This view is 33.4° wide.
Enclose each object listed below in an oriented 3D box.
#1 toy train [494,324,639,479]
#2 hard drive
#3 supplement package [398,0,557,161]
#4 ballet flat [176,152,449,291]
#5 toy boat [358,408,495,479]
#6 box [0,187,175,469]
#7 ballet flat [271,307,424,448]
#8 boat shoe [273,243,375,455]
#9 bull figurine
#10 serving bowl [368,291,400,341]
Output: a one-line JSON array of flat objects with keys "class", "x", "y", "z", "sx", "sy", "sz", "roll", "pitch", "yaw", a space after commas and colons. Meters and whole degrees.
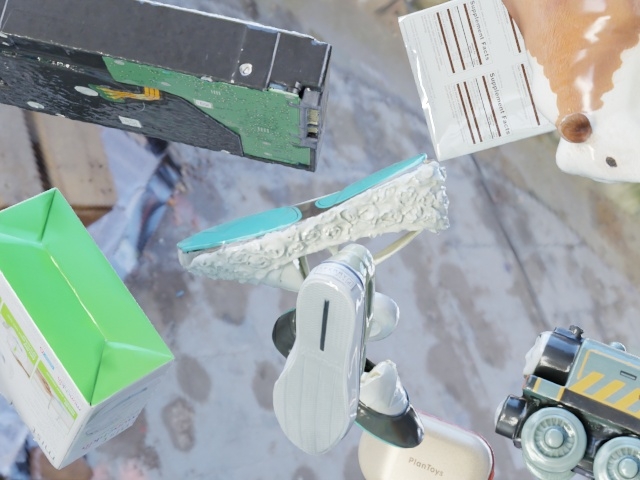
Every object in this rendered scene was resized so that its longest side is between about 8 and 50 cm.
[{"class": "toy train", "x": 0.383, "y": 0.229, "z": 1.277, "sx": 0.190, "sy": 0.333, "sz": 0.142, "roll": -65, "pitch": 161, "yaw": -14}, {"class": "hard drive", "x": -0.160, "y": -0.154, "z": 0.987, "sx": 0.338, "sy": 0.237, "sz": 0.064, "roll": 13, "pitch": 79, "yaw": 2}, {"class": "supplement package", "x": 0.209, "y": -0.182, "z": 1.077, "sx": 0.194, "sy": 0.203, "sz": 0.149, "roll": -31, "pitch": 105, "yaw": -74}, {"class": "ballet flat", "x": 0.000, "y": 0.000, "z": 1.534, "sx": 0.147, "sy": 0.408, "sz": 0.147, "roll": -20, "pitch": 90, "yaw": -88}, {"class": "toy boat", "x": 0.181, "y": 0.368, "z": 1.805, "sx": 0.151, "sy": 0.231, "sz": 0.151, "roll": 20, "pitch": 90, "yaw": -74}, {"class": "box", "x": -0.326, "y": 0.115, "z": 1.308, "sx": 0.126, "sy": 0.231, "sz": 0.262, "roll": -29, "pitch": 75, "yaw": -34}, {"class": "ballet flat", "x": 0.048, "y": 0.197, "z": 1.563, "sx": 0.280, "sy": 0.096, "sz": 0.095, "roll": 37, "pitch": 46, "yaw": 5}, {"class": "boat shoe", "x": 0.018, "y": 0.138, "z": 1.287, "sx": 0.109, "sy": 0.302, "sz": 0.094, "roll": 28, "pitch": 42, "yaw": 18}, {"class": "bull figurine", "x": 0.210, "y": -0.180, "z": 0.771, "sx": 0.101, "sy": 0.188, "sz": 0.310, "roll": 41, "pitch": 23, "yaw": -45}, {"class": "serving bowl", "x": 0.067, "y": 0.109, "z": 1.457, "sx": 0.083, "sy": 0.083, "sz": 0.027, "roll": 43, "pitch": 31, "yaw": -23}]
